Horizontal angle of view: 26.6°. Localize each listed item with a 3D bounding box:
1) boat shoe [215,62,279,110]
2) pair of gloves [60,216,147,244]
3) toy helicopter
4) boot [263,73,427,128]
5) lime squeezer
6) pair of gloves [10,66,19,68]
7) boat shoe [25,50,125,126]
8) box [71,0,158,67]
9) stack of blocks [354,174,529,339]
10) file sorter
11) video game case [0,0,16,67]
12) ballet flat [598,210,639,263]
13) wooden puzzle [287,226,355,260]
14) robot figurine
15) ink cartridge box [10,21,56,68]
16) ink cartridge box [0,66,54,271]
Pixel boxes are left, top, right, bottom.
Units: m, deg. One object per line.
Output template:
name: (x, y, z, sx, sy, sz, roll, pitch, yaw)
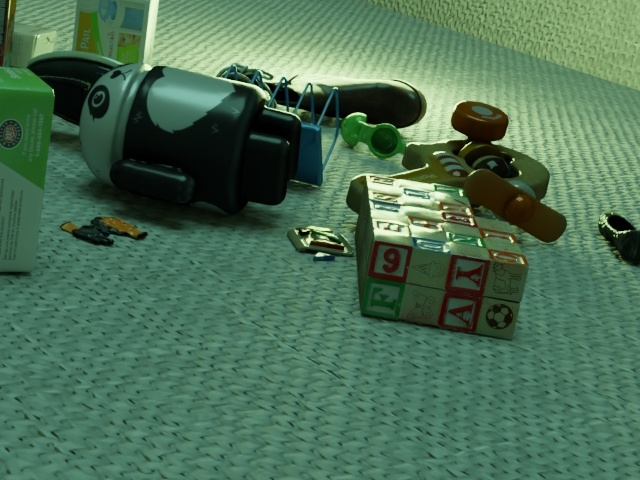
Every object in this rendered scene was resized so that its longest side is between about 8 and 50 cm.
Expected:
boat shoe: (-0.130, -0.233, 2.194, 0.113, 0.105, 0.306, 14, 17, 10)
pair of gloves: (-0.251, -0.013, 1.572, 0.074, 0.010, 0.083, 20, 20, 29)
toy helicopter: (0.185, -0.069, 1.850, 0.355, 0.140, 0.235, -14, 38, -42)
boot: (0.037, -0.241, 2.359, 0.248, 0.090, 0.207, 15, 16, 42)
lime squeezer: (0.100, -0.160, 2.216, 0.310, 0.059, 0.110, 26, -7, 46)
pair of gloves: (-0.582, -0.310, 2.323, 0.198, 0.023, 0.159, -2, 19, -37)
boat shoe: (-0.277, -0.165, 1.888, 0.340, 0.127, 0.113, 19, 57, 8)
box: (-0.319, -0.282, 2.074, 0.114, 0.203, 0.103, 8, 16, -1)
stack of blocks: (0.133, 0.011, 1.588, 0.171, 0.087, 0.297, 9, 17, -3)
file sorter: (-0.065, -0.171, 1.946, 0.170, 0.118, 0.104, 15, 54, 13)
video game case: (-0.487, -0.363, 2.094, 0.025, 0.285, 0.204, 6, 17, -11)
ballet flat: (0.432, -0.013, 1.908, 0.057, 0.049, 0.173, 10, 17, -5)
wooden puzzle: (0.000, 0.000, 1.672, 0.078, 0.014, 0.116, 3, 19, -23)
robot figurine: (-0.168, -0.132, 1.722, 0.278, 0.173, 0.209, 13, -1, 8)
ink cartridge box: (-0.536, -0.336, 2.284, 0.150, 0.063, 0.109, 13, 15, 5)
ink cartridge box: (-0.422, -0.077, 1.355, 0.273, 0.198, 0.115, 2, 19, -27)
